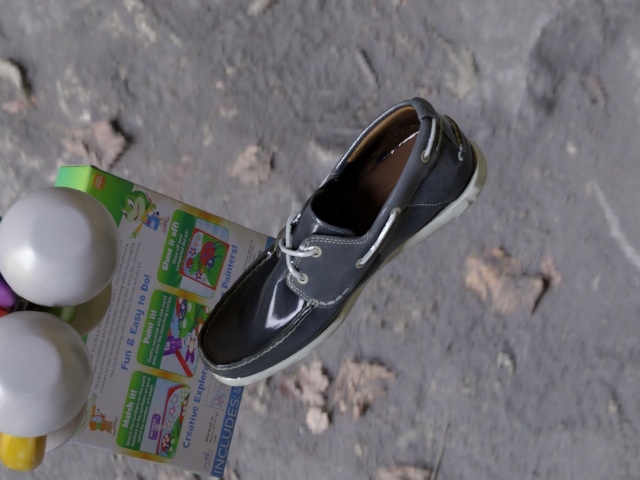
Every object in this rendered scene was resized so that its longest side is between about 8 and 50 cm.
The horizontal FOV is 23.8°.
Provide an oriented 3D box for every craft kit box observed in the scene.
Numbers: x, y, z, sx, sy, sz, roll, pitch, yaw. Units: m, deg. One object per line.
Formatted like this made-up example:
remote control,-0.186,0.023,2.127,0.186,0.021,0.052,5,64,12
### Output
craft kit box,-0.168,0.083,1.446,0.061,0.246,0.250,4,76,43

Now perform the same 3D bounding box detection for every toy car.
toy car,-0.204,0.048,0.955,0.136,0.159,0.182,13,73,-7

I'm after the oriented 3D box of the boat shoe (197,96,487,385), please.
boat shoe,0.000,0.000,0.994,0.233,0.079,0.084,-43,54,8
